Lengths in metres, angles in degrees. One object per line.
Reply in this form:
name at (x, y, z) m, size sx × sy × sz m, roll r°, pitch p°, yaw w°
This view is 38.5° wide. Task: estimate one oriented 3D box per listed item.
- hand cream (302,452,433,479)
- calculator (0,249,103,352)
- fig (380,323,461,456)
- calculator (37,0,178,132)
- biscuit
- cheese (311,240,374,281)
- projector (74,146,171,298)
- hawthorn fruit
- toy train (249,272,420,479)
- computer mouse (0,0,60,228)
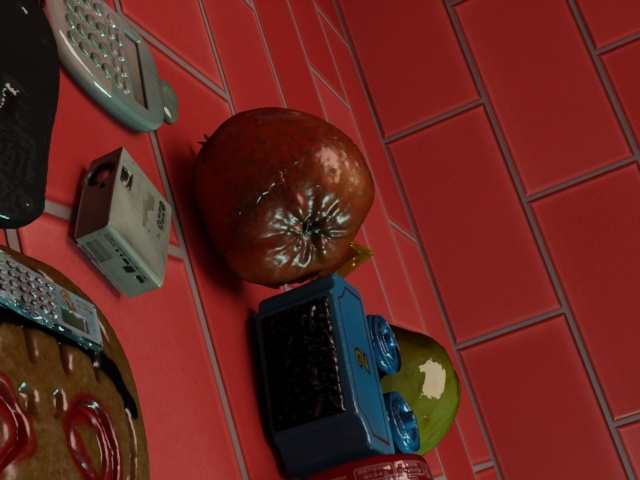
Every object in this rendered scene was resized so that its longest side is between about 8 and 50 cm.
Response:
hand cream at (0.061, 0.389, 1.240) m, size 0.230 × 0.230 × 0.149 m, roll 41°, pitch 30°, yaw -61°
calculator at (-0.246, 0.050, 0.805) m, size 0.172 × 0.018 × 0.057 m, roll 47°, pitch 21°, yaw -56°
fig at (0.121, 0.287, 1.645) m, size 0.239 × 0.239 × 0.271 m, roll 60°, pitch 44°, yaw -30°
calculator at (-0.287, -0.246, 1.268) m, size 0.295 × 0.042 × 0.184 m, roll 40°, pitch 31°, yaw -56°
biscuit at (-0.251, 0.151, 0.783) m, size 0.367 × 0.063 × 0.314 m, roll 39°, pitch 31°, yaw -64°
cheese at (0.000, 0.000, 1.886) m, size 0.171 × 0.126 × 0.093 m, roll 53°, pitch 16°, yaw 16°
projector at (-0.234, -0.021, 1.086) m, size 0.147 × 0.061 × 0.115 m, roll -95°, pitch 159°, yaw -48°
hawthorn fruit at (-0.083, -0.089, 1.408) m, size 0.307 × 0.276 × 0.276 m, roll 43°, pitch 0°, yaw 30°
toy train at (0.021, 0.218, 1.437) m, size 0.265 × 0.188 × 0.300 m, roll 40°, pitch 32°, yaw -53°
computer mouse at (-0.323, -0.128, 0.867) m, size 0.137 × 0.086 × 0.269 m, roll 37°, pitch 41°, yaw -48°
